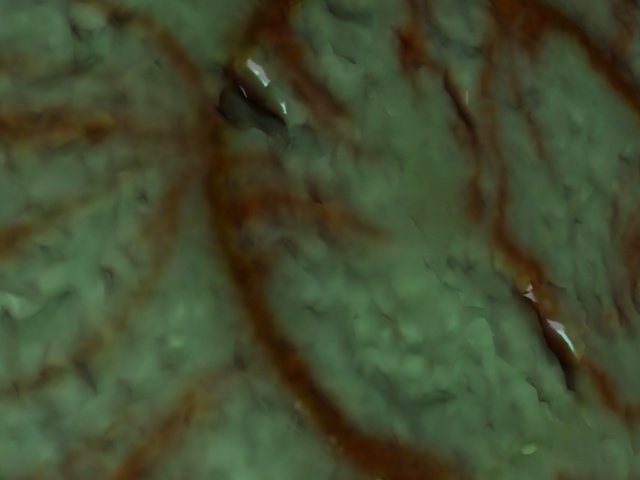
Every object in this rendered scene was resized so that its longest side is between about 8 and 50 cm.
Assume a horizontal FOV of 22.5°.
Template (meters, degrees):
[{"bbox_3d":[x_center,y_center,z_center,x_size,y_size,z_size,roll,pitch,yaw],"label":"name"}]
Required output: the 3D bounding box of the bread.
[{"bbox_3d":[-0.003,0.000,0.464,0.295,0.328,0.114,34,149,-23],"label":"bread"}]
